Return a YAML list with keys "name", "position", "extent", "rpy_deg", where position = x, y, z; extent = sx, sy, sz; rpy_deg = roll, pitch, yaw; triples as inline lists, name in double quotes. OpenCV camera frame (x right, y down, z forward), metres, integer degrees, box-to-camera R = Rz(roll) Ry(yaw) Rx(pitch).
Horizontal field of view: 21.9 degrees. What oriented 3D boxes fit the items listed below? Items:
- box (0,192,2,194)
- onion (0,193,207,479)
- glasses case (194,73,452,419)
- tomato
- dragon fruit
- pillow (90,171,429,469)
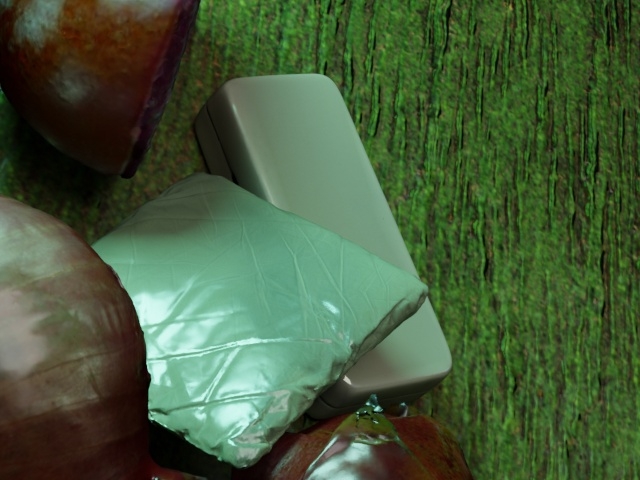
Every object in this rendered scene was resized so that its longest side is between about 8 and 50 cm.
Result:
- name: "box"
  position: [-0.307, -0.010, 1.399]
  extent: [0.082, 0.051, 0.023]
  rpy_deg: [-30, 79, -42]
- name: "onion"
  position: [-0.260, 0.124, 1.160]
  extent: [0.353, 0.353, 0.354]
  rpy_deg: [17, 54, -24]
- name: "glasses case"
  position: [0.000, 0.000, 1.579]
  extent: [0.144, 0.076, 0.336]
  rpy_deg: [-6, 65, -37]
- name: "tomato"
  position: [-0.191, -0.236, 1.474]
  extent: [0.176, 0.290, 0.335]
  rpy_deg: [21, 49, -10]
- name: "dragon fruit"
  position: [0.033, 0.250, 1.334]
  extent: [0.250, 0.250, 0.315]
  rpy_deg: [27, 40, -16]
- name: "pillow"
  position: [-0.092, 0.063, 1.412]
  extent: [0.280, 0.076, 0.274]
  rpy_deg: [24, 45, 26]
